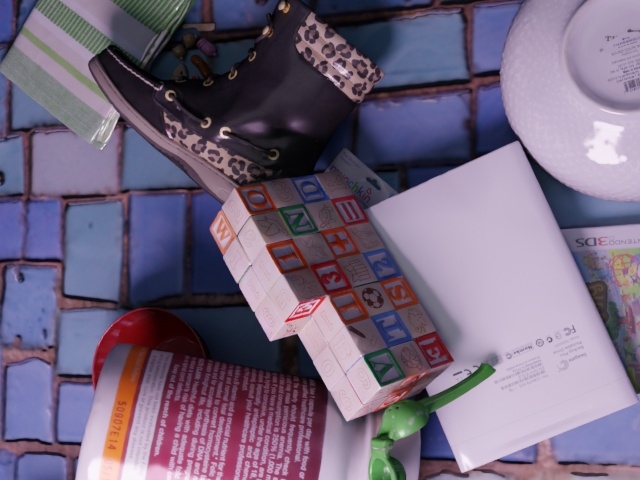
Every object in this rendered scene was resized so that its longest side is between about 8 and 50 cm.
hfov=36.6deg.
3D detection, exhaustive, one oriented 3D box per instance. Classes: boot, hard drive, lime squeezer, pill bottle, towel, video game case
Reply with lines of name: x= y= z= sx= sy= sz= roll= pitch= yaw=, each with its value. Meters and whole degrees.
boot: x=-0.120 y=-0.225 z=1.359 sx=0.377 sy=0.138 sz=0.284 roll=42 pitch=98 yaw=18
hard drive: x=0.215 y=0.081 z=1.223 sx=0.233 sy=0.047 sz=0.353 roll=-24 pitch=78 yaw=9
lime squeezer: x=0.098 y=0.256 z=1.115 sx=0.058 sy=0.110 sz=0.310 roll=4 pitch=59 yaw=46
pill bottle: x=-0.088 y=0.272 z=1.207 sx=0.392 sy=0.224 sz=0.224 roll=11 pitch=89 yaw=-4
towel: x=-0.339 y=-0.337 z=1.505 sx=0.248 sy=0.038 sz=0.325 roll=38 pitch=100 yaw=20
video game case: x=0.372 y=0.087 z=1.217 sx=0.193 sy=0.023 sz=0.213 roll=-4 pitch=84 yaw=20

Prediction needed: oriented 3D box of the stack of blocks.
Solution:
stack of blocks: x=0.011 y=0.065 z=1.189 sx=0.297 sy=0.171 sz=0.087 roll=59 pitch=138 yaw=21

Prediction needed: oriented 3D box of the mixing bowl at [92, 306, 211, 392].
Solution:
mixing bowl: x=-0.224 y=0.186 z=1.385 sx=0.181 sy=0.098 sz=0.182 roll=-1 pitch=86 yaw=19

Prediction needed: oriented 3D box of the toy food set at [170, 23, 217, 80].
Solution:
toy food set: x=-0.191 y=-0.268 z=1.452 sx=0.077 sy=0.019 sz=0.122 roll=3 pitch=87 yaw=20

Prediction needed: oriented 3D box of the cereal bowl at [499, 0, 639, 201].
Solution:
cereal bowl: x=0.383 y=-0.218 z=1.179 sx=0.338 sy=0.141 sz=0.339 roll=-2 pitch=84 yaw=19

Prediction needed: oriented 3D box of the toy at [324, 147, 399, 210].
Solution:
toy: x=0.000 y=0.000 z=1.342 sx=0.137 sy=0.056 sz=0.237 roll=42 pitch=100 yaw=17
